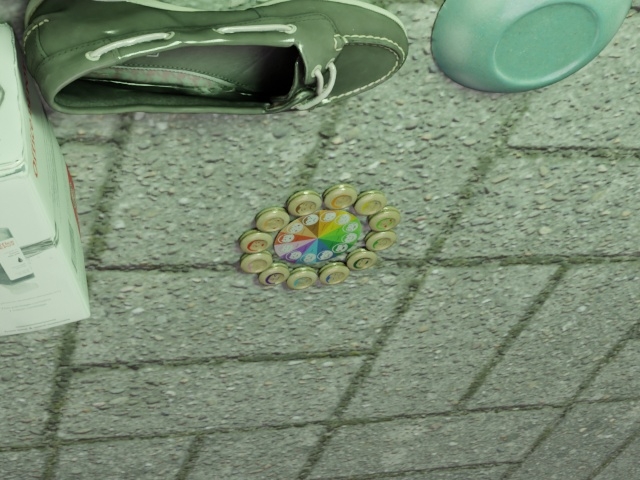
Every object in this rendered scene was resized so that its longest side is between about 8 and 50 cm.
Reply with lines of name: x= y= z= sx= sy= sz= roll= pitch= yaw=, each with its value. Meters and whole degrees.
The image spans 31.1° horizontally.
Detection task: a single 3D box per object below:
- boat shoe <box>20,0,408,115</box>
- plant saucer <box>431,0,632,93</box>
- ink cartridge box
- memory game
boat shoe: x=-0.075 y=-0.139 z=0.949 sx=0.335 sy=0.096 sz=0.112 roll=0 pitch=143 yaw=-22
plant saucer: x=0.199 y=-0.190 z=1.045 sx=0.194 sy=0.037 sz=0.195 roll=-11 pitch=147 yaw=-7
ink cartridge box: x=-0.263 y=-0.044 z=0.951 sx=0.092 sy=0.159 sz=0.218 roll=-11 pitch=146 yaw=-6
memory game: x=0.000 y=0.000 z=1.258 sx=0.186 sy=0.012 sz=0.186 roll=-11 pitch=146 yaw=-7
